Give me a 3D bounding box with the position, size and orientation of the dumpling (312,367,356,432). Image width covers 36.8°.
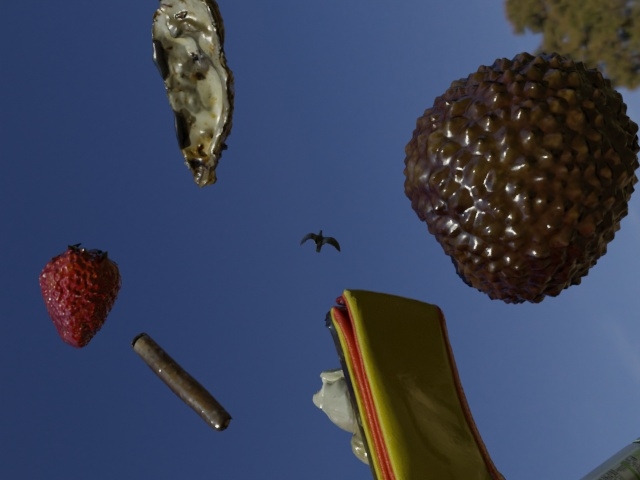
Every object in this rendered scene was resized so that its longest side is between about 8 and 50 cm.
[{"bbox_3d":[0.065,0.330,2.011,0.118,0.199,0.136,-19,-63,-52],"label":"dumpling"}]

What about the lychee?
[{"bbox_3d":[0.224,-0.071,1.046,0.267,0.268,0.267,15,-109,-51],"label":"lychee"}]

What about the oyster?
[{"bbox_3d":[-0.193,-0.235,1.510,0.078,0.129,0.345,-63,-23,-51],"label":"oyster"}]

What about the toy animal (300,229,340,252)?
[{"bbox_3d":[-0.001,0.001,1.932,0.084,0.028,0.050,10,-146,-14],"label":"toy animal"}]

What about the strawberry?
[{"bbox_3d":[-0.378,0.081,1.485,0.131,0.131,0.148,41,-112,-41],"label":"strawberry"}]

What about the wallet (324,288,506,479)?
[{"bbox_3d":[0.095,0.169,0.984,0.141,0.067,0.241,8,-129,-33],"label":"wallet"}]

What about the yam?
[{"bbox_3d":[-0.250,0.254,1.726,0.046,0.264,0.046,-33,-36,-28],"label":"yam"}]

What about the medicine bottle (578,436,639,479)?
[{"bbox_3d":[0.474,0.378,1.502,0.183,0.086,0.086,-23,-78,-30],"label":"medicine bottle"}]

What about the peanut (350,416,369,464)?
[{"bbox_3d":[0.111,0.234,1.326,0.098,0.090,0.214,50,-133,1],"label":"peanut"}]
